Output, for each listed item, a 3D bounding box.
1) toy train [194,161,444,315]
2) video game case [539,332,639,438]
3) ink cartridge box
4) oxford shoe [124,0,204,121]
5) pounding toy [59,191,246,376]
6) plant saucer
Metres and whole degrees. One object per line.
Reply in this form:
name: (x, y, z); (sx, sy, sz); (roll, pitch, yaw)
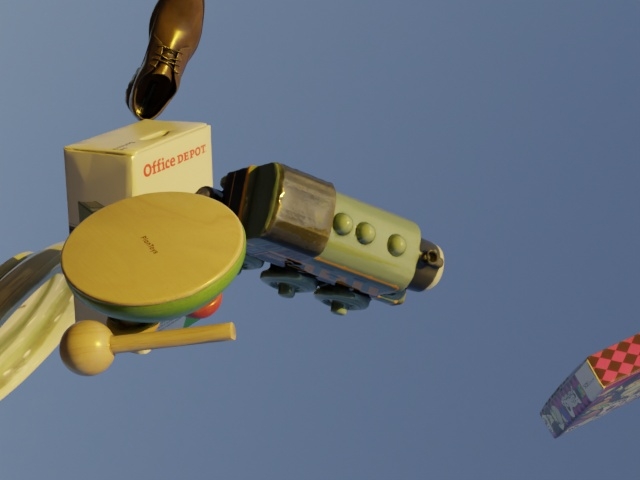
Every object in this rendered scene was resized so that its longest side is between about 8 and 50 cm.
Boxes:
toy train: (0.000, 0.000, 1.789); (0.190, 0.334, 0.142); (-10, -116, 54)
video game case: (0.362, 0.125, 1.496); (0.232, 0.210, 0.042); (-22, -109, -14)
ink cartridge box: (-0.249, -0.013, 1.996); (0.121, 0.211, 0.289); (8, -71, 25)
oxford shoe: (-0.224, -0.278, 2.099); (0.096, 0.083, 0.227); (-120, -133, -67)
pounding toy: (-0.159, 0.062, 1.391); (0.183, 0.110, 0.237); (-5, -143, 2)
plant saucer: (-0.511, 0.127, 2.325); (0.100, 0.400, 0.400); (41, -84, 8)
